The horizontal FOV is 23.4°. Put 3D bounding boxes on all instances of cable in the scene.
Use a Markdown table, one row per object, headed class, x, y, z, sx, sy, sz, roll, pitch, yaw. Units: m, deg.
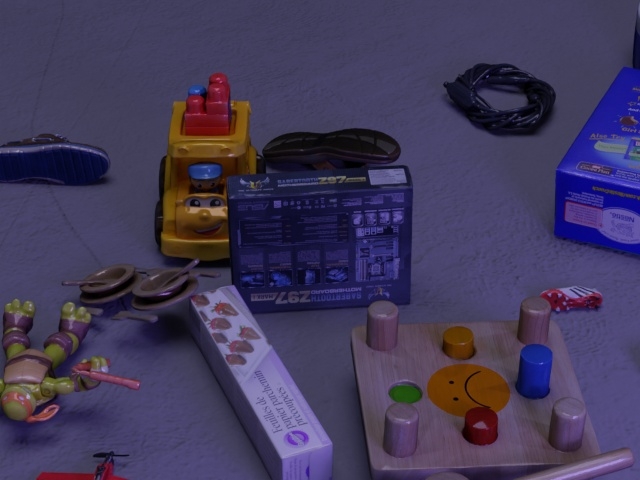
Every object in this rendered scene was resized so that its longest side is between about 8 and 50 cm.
| class | x | y | z | sx | sy | sz | roll | pitch | yaw |
| --- | --- | --- | --- | --- | --- | --- | --- | --- | --- |
| cable | 0.289 | -0.221 | 2.397 | 0.150 | 0.047 | 0.184 | -16 | 35 | -28 |

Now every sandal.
| class | x | y | z | sx | sy | sz | roll | pitch | yaw |
| --- | --- | --- | --- | --- | --- | --- | --- | --- | --- |
| sandal | 0.018 | -0.120 | 2.244 | 0.219 | 0.060 | 0.090 | -2 | 26 | 24 |

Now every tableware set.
| class | x | y | z | sx | sy | sz | roll | pitch | yaw |
| --- | --- | --- | --- | --- | --- | --- | --- | --- | --- |
| tableware set | -0.237 | 0.052 | 1.957 | 0.194 | 0.039 | 0.128 | 3 | 29 | 43 |

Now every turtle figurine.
| class | x | y | z | sx | sy | sz | roll | pitch | yaw |
| --- | --- | --- | --- | --- | --- | --- | --- | --- | --- |
| turtle figurine | -0.331 | 0.153 | 1.828 | 0.269 | 0.087 | 0.217 | -7 | 27 | 6 |

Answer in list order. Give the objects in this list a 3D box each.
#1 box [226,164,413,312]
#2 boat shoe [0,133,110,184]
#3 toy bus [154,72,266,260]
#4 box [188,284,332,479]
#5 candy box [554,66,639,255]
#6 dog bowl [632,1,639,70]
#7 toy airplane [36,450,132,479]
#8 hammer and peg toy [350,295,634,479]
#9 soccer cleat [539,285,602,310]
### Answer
| class | x | y | z | sx | sy | sz | roll | pitch | yaw |
| --- | --- | --- | --- | --- | --- | --- | --- | --- | --- |
| box | 0.000 | 0.000 | 1.956 | 0.232 | 0.183 | 0.059 | -4 | 35 | -3 |
| boat shoe | -0.393 | -0.126 | 2.244 | 0.183 | 0.066 | 0.066 | 3 | 34 | 5 |
| toy bus | -0.150 | -0.109 | 2.093 | 0.149 | 0.211 | 0.220 | 1 | 36 | 0 |
| box | -0.075 | 0.170 | 1.819 | 0.063 | 0.067 | 0.324 | -14 | 36 | -18 |
| candy box | 0.500 | -0.103 | 2.150 | 0.268 | 0.122 | 0.317 | 15 | 39 | 22 |
| dog bowl | 0.635 | -0.317 | 2.468 | 0.265 | 0.104 | 0.265 | 0 | 35 | 0 |
| toy airplane | -0.251 | 0.281 | 1.694 | 0.151 | 0.028 | 0.151 | 1 | 35 | 0 |
| hammer and peg toy | 0.180 | 0.210 | 1.705 | 0.266 | 0.127 | 0.361 | -2 | 35 | -5 |
| soccer cleat | 0.321 | 0.072 | 1.986 | 0.083 | 0.029 | 0.035 | 0 | 26 | -4 |
